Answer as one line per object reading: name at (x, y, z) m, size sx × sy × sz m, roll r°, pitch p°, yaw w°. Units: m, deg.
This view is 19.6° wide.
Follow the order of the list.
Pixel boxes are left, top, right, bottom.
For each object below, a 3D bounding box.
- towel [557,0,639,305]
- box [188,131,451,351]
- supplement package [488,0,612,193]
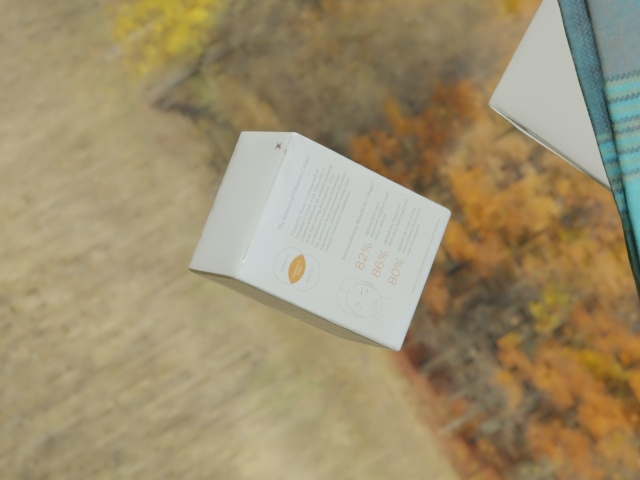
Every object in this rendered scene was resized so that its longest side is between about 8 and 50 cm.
towel at (0.247, -0.111, 0.588) m, size 0.040 × 0.370 × 0.271 m, roll -30°, pitch 105°, yaw -63°
box at (0.000, 0.000, 1.535) m, size 0.170 × 0.130 × 0.091 m, roll 26°, pitch -9°, yaw -29°
supplement package at (0.294, -0.181, 1.397) m, size 0.175 × 0.293 × 0.177 m, roll 39°, pitch 24°, yaw 28°
